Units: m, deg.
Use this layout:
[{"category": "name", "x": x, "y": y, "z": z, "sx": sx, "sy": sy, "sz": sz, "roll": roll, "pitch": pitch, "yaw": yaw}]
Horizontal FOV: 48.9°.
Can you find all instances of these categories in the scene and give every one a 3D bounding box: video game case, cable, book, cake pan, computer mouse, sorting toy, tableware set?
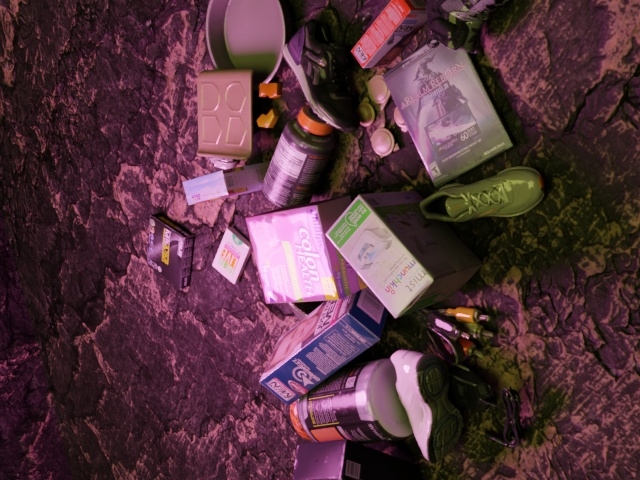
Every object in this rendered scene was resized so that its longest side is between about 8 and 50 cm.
[{"category": "video game case", "x": 0.261, "y": -0.274, "z": 1.459, "sx": 0.196, "sy": 0.026, "sz": 0.274, "roll": -29, "pitch": 84, "yaw": 38}, {"category": "cable", "x": 0.262, "y": 0.181, "z": 1.607, "sx": 0.287, "sy": 0.072, "sz": 0.140, "roll": 29, "pitch": 120, "yaw": 46}, {"category": "book", "x": -0.254, "y": 0.044, "z": 2.050, "sx": 0.096, "sy": 0.035, "sz": 0.144, "roll": 40, "pitch": 126, "yaw": 22}, {"category": "cake pan", "x": -0.177, "y": -0.528, "z": 1.778, "sx": 0.293, "sy": 0.054, "sz": 0.293, "roll": 15, "pitch": 113, "yaw": 39}, {"category": "computer mouse", "x": 0.347, "y": 0.357, "z": 1.579, "sx": 0.262, "sy": 0.060, "sz": 0.184, "roll": 13, "pitch": 129, "yaw": 43}, {"category": "sorting toy", "x": -0.209, "y": -0.323, "z": 1.800, "sx": 0.307, "sy": 0.041, "sz": 0.229, "roll": 10, "pitch": 100, "yaw": 40}, {"category": "tableware set", "x": 0.141, "y": -0.281, "z": 1.585, "sx": 0.169, "sy": 0.020, "sz": 0.141, "roll": 56, "pitch": 133, "yaw": 15}]

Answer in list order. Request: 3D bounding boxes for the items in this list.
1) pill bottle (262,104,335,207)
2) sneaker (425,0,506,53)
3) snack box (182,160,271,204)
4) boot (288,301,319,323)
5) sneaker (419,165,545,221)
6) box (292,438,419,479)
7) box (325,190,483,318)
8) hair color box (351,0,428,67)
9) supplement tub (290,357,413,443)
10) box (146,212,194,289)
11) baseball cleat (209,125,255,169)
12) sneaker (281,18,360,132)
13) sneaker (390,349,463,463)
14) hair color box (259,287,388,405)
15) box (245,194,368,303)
[{"category": "pill bottle", "x": -0.045, "y": -0.204, "z": 1.705, "sx": 0.130, "sy": 0.130, "sz": 0.246, "roll": 44, "pitch": 128, "yaw": 24}, {"category": "sneaker", "x": 0.307, "y": -0.432, "z": 1.316, "sx": 0.268, "sy": 0.101, "sz": 0.153, "roll": 6, "pitch": 99, "yaw": 46}, {"category": "snack box", "x": -0.221, "y": -0.152, "z": 1.831, "sx": 0.174, "sy": 0.207, "sz": 0.070, "roll": -9, "pitch": 97, "yaw": 45}, {"category": "boot", "x": -0.066, "y": 0.244, "z": 1.916, "sx": 0.190, "sy": 0.076, "sz": 0.208, "roll": 50, "pitch": 137, "yaw": 19}, {"category": "sneaker", "x": 0.318, "y": -0.078, "z": 1.413, "sx": 0.262, "sy": 0.121, "sz": 0.099, "roll": -14, "pitch": 94, "yaw": 44}, {"category": "box", "x": 0.090, "y": 0.577, "z": 1.738, "sx": 0.184, "sy": 0.261, "sz": 0.103, "roll": -25, "pitch": 46, "yaw": 42}, {"category": "box", "x": 0.182, "y": 0.018, "z": 1.462, "sx": 0.231, "sy": 0.262, "sz": 0.127, "roll": 50, "pitch": 118, "yaw": 18}, {"category": "hair color box", "x": 0.151, "y": -0.438, "z": 1.474, "sx": 0.167, "sy": 0.093, "sz": 0.053, "roll": -43, "pitch": 73, "yaw": 42}, {"category": "supplement tub", "x": 0.080, "y": 0.406, "z": 1.739, "sx": 0.316, "sy": 0.193, "sz": 0.194, "roll": -21, "pitch": 88, "yaw": 44}, {"category": "box", "x": -0.482, "y": 0.033, "z": 2.246, "sx": 0.184, "sy": 0.045, "sz": 0.191, "roll": 32, "pitch": 123, "yaw": 35}, {"category": "baseball cleat", "x": -0.236, "y": -0.256, "z": 1.923, "sx": 0.205, "sy": 0.072, "sz": 0.109, "roll": -8, "pitch": 113, "yaw": 46}, {"category": "sneaker", "x": 0.019, "y": -0.382, "z": 1.605, "sx": 0.124, "sy": 0.107, "sz": 0.283, "roll": -44, "pitch": 70, "yaw": 36}, {"category": "sneaker", "x": 0.237, "y": 0.369, "z": 1.593, "sx": 0.129, "sy": 0.111, "sz": 0.297, "roll": 20, "pitch": 127, "yaw": 54}, {"category": "hair color box", "x": 0.010, "y": 0.242, "z": 1.718, "sx": 0.105, "sy": 0.174, "sz": 0.347, "roll": 41, "pitch": 124, "yaw": -10}, {"category": "box", "x": -0.031, "y": 0.025, "z": 1.619, "sx": 0.243, "sy": 0.117, "sz": 0.214, "roll": -7, "pitch": 98, "yaw": 43}]
